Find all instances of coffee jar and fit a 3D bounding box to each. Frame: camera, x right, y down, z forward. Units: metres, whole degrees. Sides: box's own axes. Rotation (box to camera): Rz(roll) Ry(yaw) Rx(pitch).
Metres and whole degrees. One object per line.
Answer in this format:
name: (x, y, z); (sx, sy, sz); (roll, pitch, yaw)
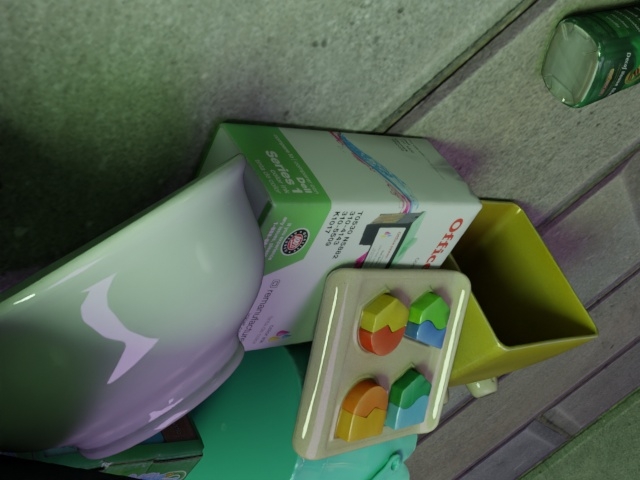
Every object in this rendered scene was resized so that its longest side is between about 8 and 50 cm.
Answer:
coffee jar: (0.342, -0.215, 0.834); (0.184, 0.079, 0.096); (-21, 144, -21)

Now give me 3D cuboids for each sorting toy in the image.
sorting toy: (0.074, 0.124, 0.773); (0.208, 0.038, 0.193); (4, 101, -44)

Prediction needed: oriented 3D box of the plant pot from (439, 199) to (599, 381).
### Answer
plant pot: (0.185, 0.086, 0.976); (0.212, 0.212, 0.187); (0, 145, -41)

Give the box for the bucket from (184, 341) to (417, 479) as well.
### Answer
bucket: (-0.050, 0.229, 0.886); (0.183, 0.281, 0.281); (22, 117, -45)

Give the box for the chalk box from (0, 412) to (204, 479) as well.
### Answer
chalk box: (-0.251, 0.192, 0.738); (0.179, 0.180, 0.289); (8, 126, -46)

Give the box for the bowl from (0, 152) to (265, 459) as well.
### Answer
bowl: (-0.151, 0.065, 0.560); (0.298, 0.134, 0.298); (-29, -170, 5)

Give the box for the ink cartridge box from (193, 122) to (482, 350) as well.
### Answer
ink cartridge box: (0.000, 0.000, 0.770); (0.278, 0.117, 0.201); (-2, 135, -40)

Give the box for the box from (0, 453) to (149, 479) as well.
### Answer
box: (-0.283, 0.224, 0.378); (0.294, 0.212, 0.395); (12, 164, -43)

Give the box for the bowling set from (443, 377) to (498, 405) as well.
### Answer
bowling set: (0.099, 0.194, 1.108); (0.287, 0.154, 0.200); (3, 150, -45)
